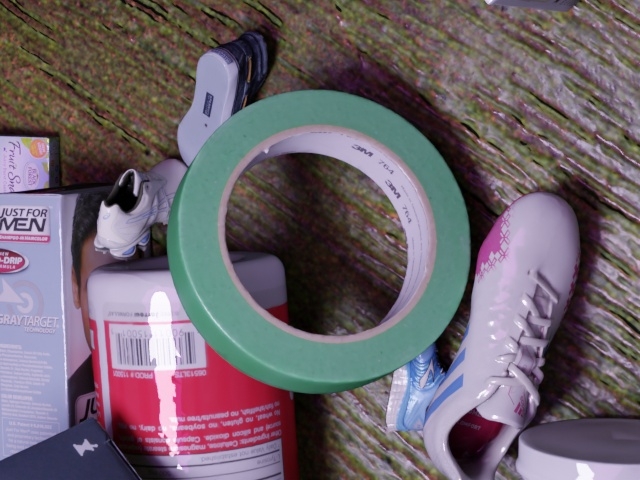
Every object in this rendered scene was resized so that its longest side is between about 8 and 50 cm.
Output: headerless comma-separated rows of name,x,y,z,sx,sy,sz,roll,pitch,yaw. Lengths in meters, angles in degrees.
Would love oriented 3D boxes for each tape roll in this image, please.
tape roll,0.000,0.000,1.590,0.321,0.077,0.321,4,74,-14

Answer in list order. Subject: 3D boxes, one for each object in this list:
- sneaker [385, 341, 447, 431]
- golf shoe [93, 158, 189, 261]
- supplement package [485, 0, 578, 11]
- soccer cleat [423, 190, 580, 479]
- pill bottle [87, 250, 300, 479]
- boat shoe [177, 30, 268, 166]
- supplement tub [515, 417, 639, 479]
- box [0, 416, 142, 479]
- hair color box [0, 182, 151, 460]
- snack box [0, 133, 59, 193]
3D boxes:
sneaker,0.121,0.141,1.682,0.073,0.063,0.162,11,105,4
golf shoe,-0.202,-0.056,1.734,0.069,0.176,0.086,15,133,17
supplement package,0.215,-0.362,1.456,0.199,0.263,0.198,-43,78,23
soccer cleat,0.206,0.116,1.571,0.116,0.143,0.331,14,108,-15
pill bottle,-0.140,0.224,1.709,0.229,0.229,0.407,-1,96,25
boat shoe,-0.109,-0.160,1.746,0.065,0.083,0.183,38,137,17
supplement tub,0.301,0.361,1.516,0.236,0.235,0.324,3,97,25
box,-0.269,0.444,1.594,0.293,0.212,0.395,47,141,27
hair color box,-0.296,0.122,1.792,0.114,0.185,0.374,1,97,26
snack box,-0.403,-0.085,1.889,0.141,0.037,0.100,3,99,15
